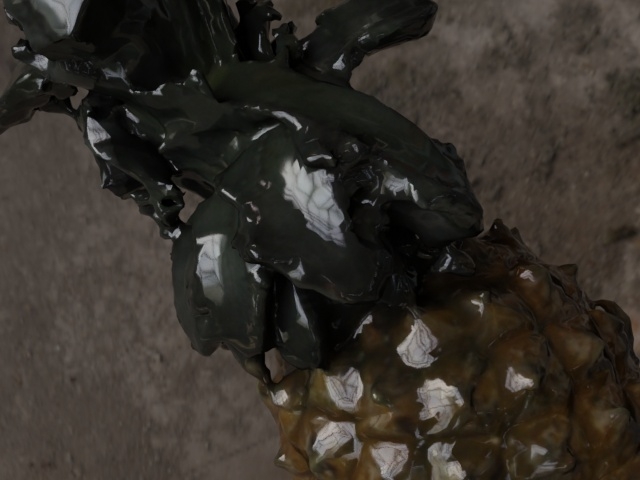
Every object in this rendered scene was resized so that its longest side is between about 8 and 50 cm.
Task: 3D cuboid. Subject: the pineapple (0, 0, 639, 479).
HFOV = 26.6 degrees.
[{"bbox_3d":[0.000,0.000,0.360,0.237,0.119,0.111,53,22,-17],"label":"pineapple"}]
